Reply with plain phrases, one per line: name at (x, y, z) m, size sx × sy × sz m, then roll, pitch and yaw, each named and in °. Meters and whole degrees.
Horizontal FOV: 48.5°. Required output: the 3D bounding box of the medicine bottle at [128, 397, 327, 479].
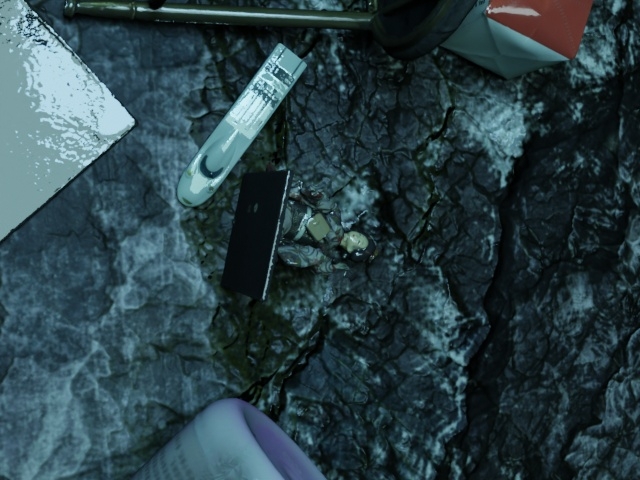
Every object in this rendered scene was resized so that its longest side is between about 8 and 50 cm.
medicine bottle at (-0.138, 0.370, 0.797) m, size 0.325 × 0.256 × 0.256 m, roll -43°, pitch 104°, yaw -4°

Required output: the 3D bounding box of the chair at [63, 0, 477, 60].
chair at (-0.026, -0.401, 0.766) m, size 0.409 × 0.364 × 0.362 m, roll 11°, pitch 88°, yaw -22°

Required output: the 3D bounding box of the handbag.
handbag at (0.289, -0.385, 0.958) m, size 0.151 × 0.171 × 0.298 m, roll 22°, pitch 86°, yaw -16°

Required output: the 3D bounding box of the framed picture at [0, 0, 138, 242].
framed picture at (-0.415, -0.124, 0.820) m, size 0.324 × 0.013 × 0.244 m, roll -44°, pitch 103°, yaw -11°

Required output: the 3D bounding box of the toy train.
toy train at (-0.104, -0.141, 0.899) m, size 0.052 × 0.051 × 0.234 m, roll 36°, pitch 81°, yaw -12°

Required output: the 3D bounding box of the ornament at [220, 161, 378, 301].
ornament at (0.000, 0.000, 0.899) m, size 0.196 × 0.153 × 0.166 m, roll 12°, pitch 89°, yaw -27°
